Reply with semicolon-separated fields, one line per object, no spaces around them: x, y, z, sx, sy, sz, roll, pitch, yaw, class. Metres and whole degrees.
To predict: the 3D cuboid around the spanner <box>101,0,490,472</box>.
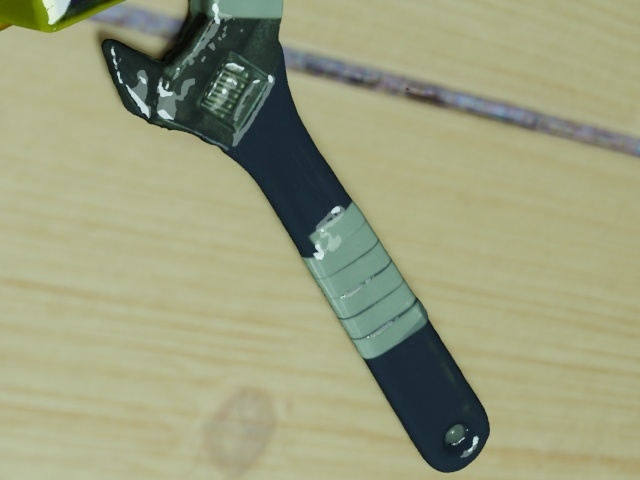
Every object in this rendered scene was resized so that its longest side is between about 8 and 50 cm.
0.000;0.000;0.910;0.087;0.024;0.316;-42;124;-17;spanner

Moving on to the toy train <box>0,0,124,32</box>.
-0.079;-0.139;0.751;0.219;0.127;0.089;-28;117;-26;toy train
